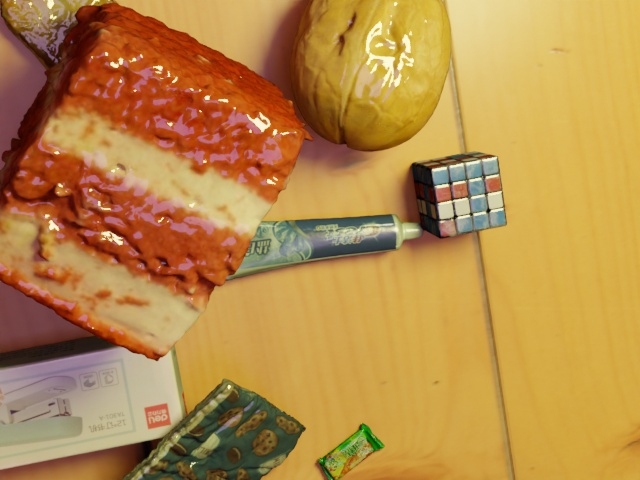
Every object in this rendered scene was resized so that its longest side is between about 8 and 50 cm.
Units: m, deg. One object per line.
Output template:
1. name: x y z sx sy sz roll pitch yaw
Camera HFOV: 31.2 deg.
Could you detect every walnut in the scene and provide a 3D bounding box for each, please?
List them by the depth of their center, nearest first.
1. walnut: 0.059 -0.220 1.387 0.193 0.193 0.225 8 87 -12

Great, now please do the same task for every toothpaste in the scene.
1. toothpaste: 0.000 -0.001 1.476 0.269 0.047 0.069 -6 112 -6

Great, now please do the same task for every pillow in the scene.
1. pillow: -0.150 0.296 1.455 0.255 0.034 0.189 -46 136 2

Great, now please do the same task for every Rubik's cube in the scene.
1. Rubik's cube: 0.177 -0.060 1.473 0.092 0.092 0.092 -11 100 -9

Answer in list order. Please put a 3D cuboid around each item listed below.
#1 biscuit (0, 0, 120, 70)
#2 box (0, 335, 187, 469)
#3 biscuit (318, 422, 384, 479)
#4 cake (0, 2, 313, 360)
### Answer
1. biscuit: -0.278 -0.235 1.394 0.118 0.029 0.247 -45 104 -4
2. box: -0.306 0.192 1.427 0.270 0.079 0.135 -10 101 -9
3. biscuit: 0.039 0.287 1.538 0.089 0.016 0.046 -37 103 -3
4. cake: -0.210 -0.072 1.287 0.270 0.269 0.319 27 104 -18
